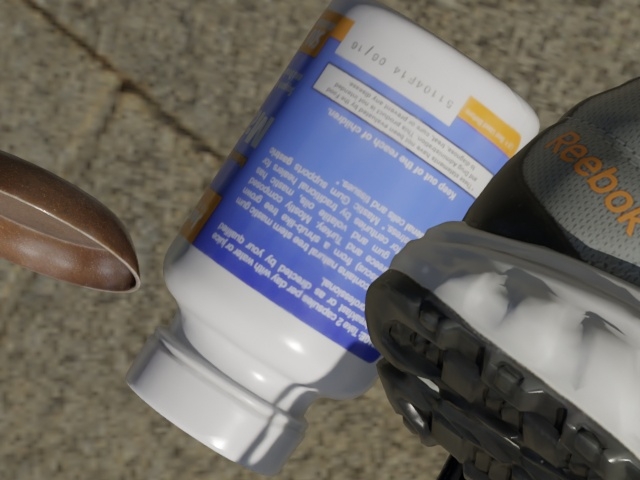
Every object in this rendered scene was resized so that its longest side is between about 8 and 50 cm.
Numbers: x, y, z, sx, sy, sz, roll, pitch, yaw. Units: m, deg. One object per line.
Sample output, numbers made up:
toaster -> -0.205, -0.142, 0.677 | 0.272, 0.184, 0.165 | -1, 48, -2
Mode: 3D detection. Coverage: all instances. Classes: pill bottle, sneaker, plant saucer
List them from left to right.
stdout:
plant saucer -> -0.176, -0.018, 1.024 | 0.168, 0.168, 0.029 | 10, 71, 34
pill bottle -> 0.000, 0.000, 1.088 | 0.152, 0.152, 0.272 | 34, 90, 31
sneaker -> 0.142, 0.062, 0.382 | 0.271, 0.100, 0.108 | 39, 71, 9

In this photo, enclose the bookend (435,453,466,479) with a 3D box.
bookend -> 0.132, 0.182, 1.127 | 0.157, 0.072, 0.156 | -60, 22, -13
